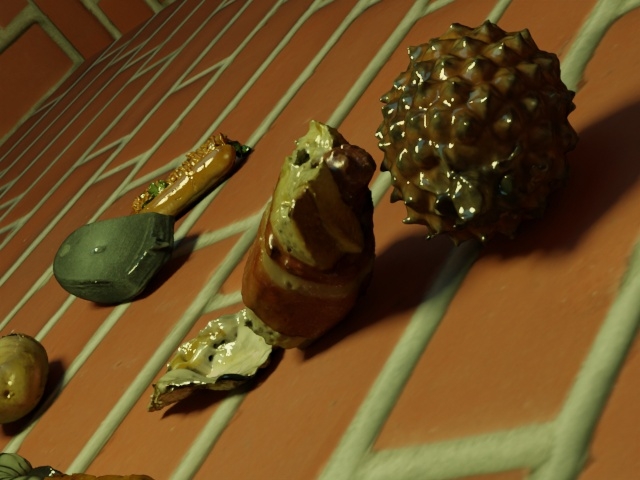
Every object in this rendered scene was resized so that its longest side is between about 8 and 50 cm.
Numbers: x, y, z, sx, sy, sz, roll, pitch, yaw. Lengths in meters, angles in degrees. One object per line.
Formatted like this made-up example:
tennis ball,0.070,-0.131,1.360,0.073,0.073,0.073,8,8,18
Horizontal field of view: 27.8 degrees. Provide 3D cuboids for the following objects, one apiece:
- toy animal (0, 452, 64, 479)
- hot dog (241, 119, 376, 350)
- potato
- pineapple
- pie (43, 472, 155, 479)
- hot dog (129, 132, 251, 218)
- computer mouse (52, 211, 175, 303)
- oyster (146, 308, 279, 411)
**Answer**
toy animal,-0.301,0.245,1.214,0.176,0.073,0.217,-35,14,1
hot dog,0.000,0.000,1.064,0.213,0.103,0.146,115,170,-54
potato,-0.365,0.161,1.508,0.107,0.080,0.170,-44,14,-7
pineapple,0.116,-0.071,0.975,0.166,0.166,0.193,-31,24,27
pie,-0.178,0.275,0.871,0.308,0.085,0.308,-36,24,19
hot dog,-0.179,-0.079,1.727,0.188,0.055,0.072,-40,17,7
computer mouse,-0.243,0.024,1.605,0.229,0.068,0.113,-4,58,44
oyster,-0.095,0.108,1.150,0.146,0.045,0.121,-36,14,-9
